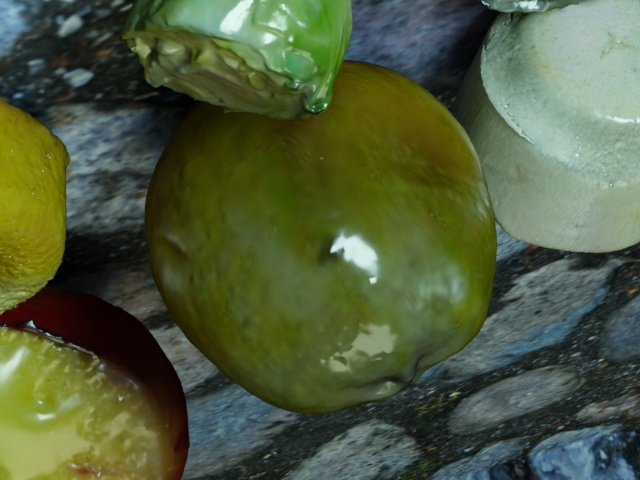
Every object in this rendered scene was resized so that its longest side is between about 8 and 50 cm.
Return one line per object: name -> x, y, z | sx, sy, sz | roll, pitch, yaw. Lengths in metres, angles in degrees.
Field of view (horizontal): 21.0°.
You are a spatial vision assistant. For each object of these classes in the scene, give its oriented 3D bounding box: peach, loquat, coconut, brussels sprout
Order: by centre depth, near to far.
brussels sprout -> -0.051, -0.155, 1.154 | 0.152, 0.122, 0.149 | 11, 160, 17
loquat -> 0.000, 0.000, 1.353 | 0.276, 0.284, 0.276 | -21, 155, -10
coconut -> 0.212, -0.097, 1.425 | 0.224, 0.224, 0.234 | -17, 158, -10
peach -> -0.283, 0.165, 1.530 | 0.281, 0.281, 0.338 | -34, 156, 31

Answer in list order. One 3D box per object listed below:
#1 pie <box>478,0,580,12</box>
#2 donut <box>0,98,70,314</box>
pie -> 0.204, -0.259, 1.194 | 0.338, 0.075, 0.337 | -13, 159, -5
donut -> -0.308, -0.006, 1.288 | 0.278, 0.108, 0.277 | -18, 159, -7
